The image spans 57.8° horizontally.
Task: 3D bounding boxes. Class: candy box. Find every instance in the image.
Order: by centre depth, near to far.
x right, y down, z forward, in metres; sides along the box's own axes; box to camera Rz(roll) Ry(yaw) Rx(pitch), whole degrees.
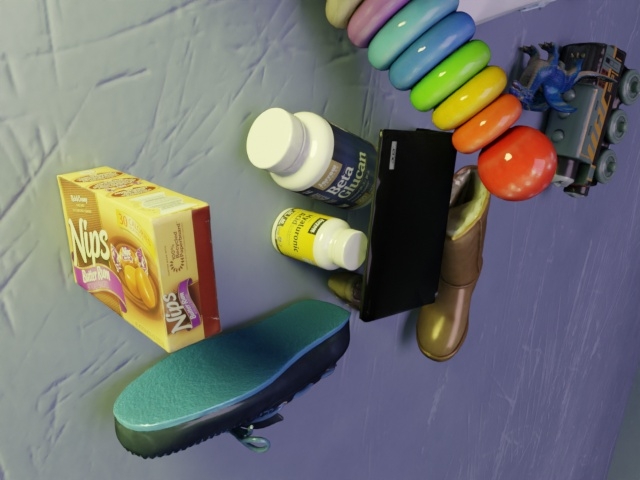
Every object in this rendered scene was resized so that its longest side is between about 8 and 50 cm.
[{"bbox_3d":[-0.158,0.006,0.490,0.053,0.187,0.109,-19,117,-40],"label":"candy box"}]

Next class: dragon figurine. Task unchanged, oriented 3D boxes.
[{"bbox_3d":[0.440,-0.286,1.106,0.289,0.085,0.144,6,96,-34],"label":"dragon figurine"}]

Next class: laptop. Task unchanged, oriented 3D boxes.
[{"bbox_3d":[0.103,-0.038,0.803,0.137,0.264,0.234,4,103,-9],"label":"laptop"}]

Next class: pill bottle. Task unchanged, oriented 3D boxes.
[{"bbox_3d":[-0.004,-0.098,0.697,0.169,0.094,0.094,15,92,-49],"label":"pill bottle"},{"bbox_3d":[0.000,0.000,0.716,0.065,0.116,0.065,-18,115,-44],"label":"pill bottle"}]

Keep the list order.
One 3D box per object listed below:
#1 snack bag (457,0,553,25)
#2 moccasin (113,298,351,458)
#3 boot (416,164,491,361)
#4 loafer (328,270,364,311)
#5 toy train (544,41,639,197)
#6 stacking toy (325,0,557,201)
[{"bbox_3d":[0.188,-0.442,0.760,0.323,0.037,0.342,-24,121,-18],"label":"snack bag"},{"bbox_3d":[-0.072,0.177,0.683,0.342,0.138,0.117,-16,118,-43],"label":"moccasin"},{"bbox_3d":[0.208,0.047,0.930,0.269,0.089,0.236,69,38,-60],"label":"boot"},{"bbox_3d":[0.055,0.073,0.856,0.056,0.050,0.148,-61,153,-9],"label":"loafer"},{"bbox_3d":[0.571,-0.264,1.256,0.190,0.142,0.334,10,97,-37],"label":"toy train"},{"bbox_3d":[0.157,-0.186,0.673,0.141,0.141,0.330,-40,92,-32],"label":"stacking toy"}]
